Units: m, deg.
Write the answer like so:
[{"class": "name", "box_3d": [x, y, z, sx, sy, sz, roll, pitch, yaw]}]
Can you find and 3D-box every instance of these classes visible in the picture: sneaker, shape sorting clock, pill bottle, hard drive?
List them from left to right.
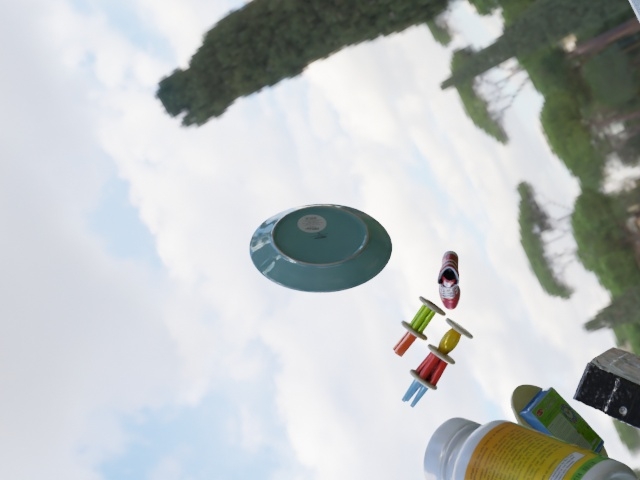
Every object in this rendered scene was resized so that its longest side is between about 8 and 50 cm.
[{"class": "sneaker", "box_3d": [0.234, 0.085, 1.908, 0.067, 0.042, 0.118, -70, -22, -62]}, {"class": "pill bottle", "box_3d": [0.247, 0.297, 1.271, 0.136, 0.245, 0.136, -11, -73, -39]}, {"class": "shape sorting clock", "box_3d": [0.400, 0.322, 1.758, 0.206, 0.040, 0.206, 31, -152, -19]}, {"class": "hard drive", "box_3d": [0.527, 0.243, 1.412, 0.339, 0.064, 0.237, 23, -171, 23]}]

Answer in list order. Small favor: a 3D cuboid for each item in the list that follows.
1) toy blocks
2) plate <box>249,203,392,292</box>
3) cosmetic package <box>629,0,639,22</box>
[{"class": "toy blocks", "box_3d": [0.158, 0.178, 1.663, 0.054, 0.148, 0.123, 28, -171, -45]}, {"class": "plate", "box_3d": [0.000, 0.000, 1.367, 0.188, 0.188, 0.024, -88, -3, -51]}, {"class": "cosmetic package", "box_3d": [0.416, -0.280, 0.875, 0.097, 0.284, 0.377, 64, -151, 0]}]
